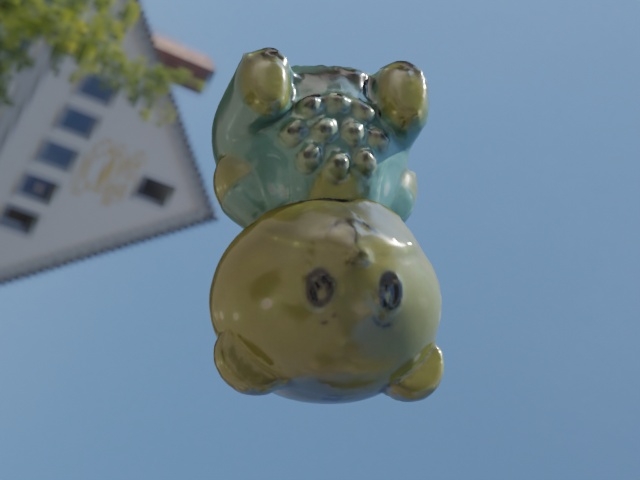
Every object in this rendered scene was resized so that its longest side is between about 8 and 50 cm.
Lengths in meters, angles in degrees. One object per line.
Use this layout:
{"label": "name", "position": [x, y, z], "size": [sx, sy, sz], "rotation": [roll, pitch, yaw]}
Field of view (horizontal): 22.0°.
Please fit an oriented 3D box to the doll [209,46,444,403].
{"label": "doll", "position": [0.000, 0.000, 1.255], "size": [0.161, 0.177, 0.260], "rotation": [123, -34, -55]}
